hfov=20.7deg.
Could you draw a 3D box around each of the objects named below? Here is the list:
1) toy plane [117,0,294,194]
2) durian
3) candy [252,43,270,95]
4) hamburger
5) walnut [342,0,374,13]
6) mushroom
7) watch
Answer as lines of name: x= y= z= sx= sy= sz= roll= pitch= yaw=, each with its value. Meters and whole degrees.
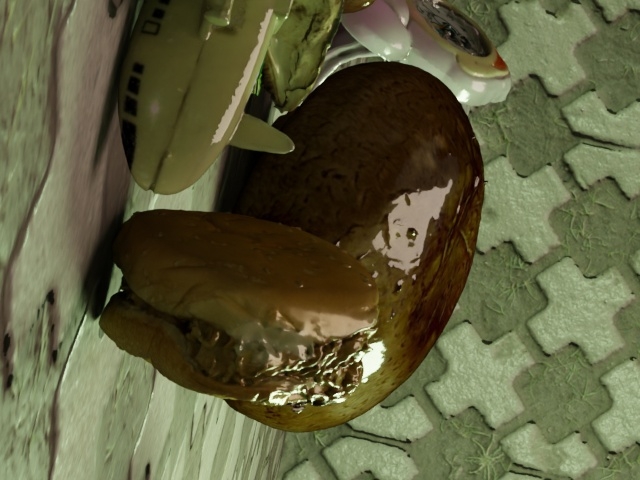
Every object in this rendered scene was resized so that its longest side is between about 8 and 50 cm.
toy plane: x=-0.039 y=-0.136 z=0.853 sx=0.229 sy=0.092 sz=0.244 roll=144 pitch=-43 yaw=-73
durian: x=-0.021 y=-0.161 z=1.331 sx=0.052 sy=0.066 sz=0.130 roll=-71 pitch=-178 yaw=-65
candy: x=-0.049 y=-0.149 z=1.145 sx=0.178 sy=0.032 sz=0.102 roll=-45 pitch=147 yaw=-85
hamburger: x=-0.040 y=0.034 z=0.924 sx=0.147 sy=0.138 sz=0.083 roll=30 pitch=-73 yaw=49
walnut: x=0.018 y=-0.238 z=1.402 sx=0.124 sy=0.105 sz=0.105 roll=-62 pitch=176 yaw=-2
mushroom: x=0.021 y=0.009 z=1.503 sx=0.345 sy=0.239 sz=0.345 roll=0 pitch=90 yaw=-64
watch: x=0.060 y=-0.172 z=1.915 sx=0.217 sy=0.248 sz=0.211 roll=-50 pitch=-168 yaw=26
